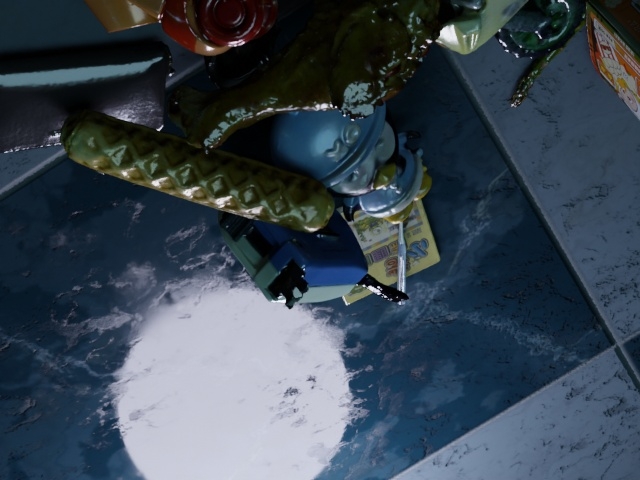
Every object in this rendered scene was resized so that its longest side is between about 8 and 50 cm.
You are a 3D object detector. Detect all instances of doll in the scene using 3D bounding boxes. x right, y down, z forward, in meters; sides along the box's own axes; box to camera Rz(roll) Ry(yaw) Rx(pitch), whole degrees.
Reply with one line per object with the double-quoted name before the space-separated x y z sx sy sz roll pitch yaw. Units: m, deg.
"doll" 0.042 -0.126 2.011 0.177 0.141 0.314 -52 137 3

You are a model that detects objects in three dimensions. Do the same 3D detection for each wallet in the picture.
"wallet" -0.309 -0.180 1.878 0.250 0.044 0.149 -8 136 -18

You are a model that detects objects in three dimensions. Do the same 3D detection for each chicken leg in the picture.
"chicken leg" 0.001 -0.201 1.786 0.361 0.211 0.140 -38 124 2

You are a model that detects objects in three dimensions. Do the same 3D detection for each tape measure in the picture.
"tape measure" 0.000 0.000 2.088 0.098 0.215 0.351 -47 157 20

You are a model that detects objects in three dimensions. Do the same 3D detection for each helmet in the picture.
"helmet" -0.109 -0.260 1.873 0.098 0.070 0.123 -1 134 -34

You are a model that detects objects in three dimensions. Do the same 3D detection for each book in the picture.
"book" 0.088 0.001 2.233 0.168 0.013 0.192 -25 135 -2

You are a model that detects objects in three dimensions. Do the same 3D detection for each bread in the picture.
"bread" -0.154 -0.088 1.884 0.368 0.084 0.077 18 79 -14

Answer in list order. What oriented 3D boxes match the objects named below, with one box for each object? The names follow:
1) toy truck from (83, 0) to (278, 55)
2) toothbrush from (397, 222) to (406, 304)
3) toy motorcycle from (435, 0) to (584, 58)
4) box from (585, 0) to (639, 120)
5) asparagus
"toy truck" -0.151 -0.344 1.707 0.239 0.189 0.264 23 102 0
"toothbrush" 0.127 0.016 2.244 0.019 0.016 0.219 -20 135 -20
"toy motorcycle" 0.224 -0.395 1.837 0.237 0.168 0.410 -19 129 -16
"box" 0.484 -0.252 2.033 0.148 0.195 0.177 -30 142 -2
"asparagus" 0.345 -0.284 2.083 0.248 0.025 0.024 -51 172 23
